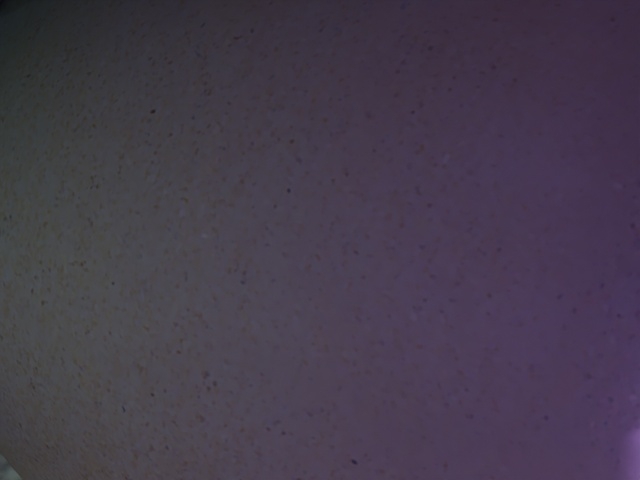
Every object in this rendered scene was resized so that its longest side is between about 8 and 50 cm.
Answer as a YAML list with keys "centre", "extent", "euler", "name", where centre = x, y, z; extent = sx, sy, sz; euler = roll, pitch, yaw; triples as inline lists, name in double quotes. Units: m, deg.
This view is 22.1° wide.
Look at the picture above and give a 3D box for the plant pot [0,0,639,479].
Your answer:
- centre: [0.000, 0.000, 0.480]
  extent: [0.191, 0.284, 0.284]
  euler: [10, 120, 6]
  name: "plant pot"
